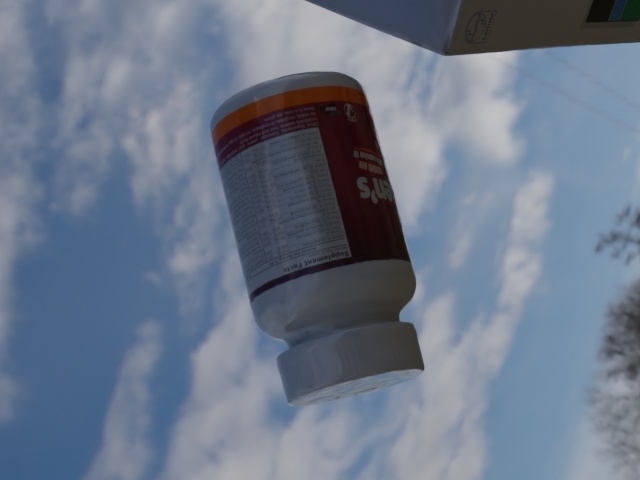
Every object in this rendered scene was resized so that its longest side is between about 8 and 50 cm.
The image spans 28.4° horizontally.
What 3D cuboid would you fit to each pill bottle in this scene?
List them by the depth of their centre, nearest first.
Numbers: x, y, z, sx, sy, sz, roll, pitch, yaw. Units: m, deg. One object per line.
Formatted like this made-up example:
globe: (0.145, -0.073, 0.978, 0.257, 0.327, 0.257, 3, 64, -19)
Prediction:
pill bottle: (0.000, 0.000, 0.913, 0.121, 0.121, 0.221, 21, -128, -67)

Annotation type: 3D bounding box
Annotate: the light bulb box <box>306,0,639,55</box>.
light bulb box: (0.112, -0.334, 1.164, 0.361, 0.358, 0.225, -12, -57, -48)
